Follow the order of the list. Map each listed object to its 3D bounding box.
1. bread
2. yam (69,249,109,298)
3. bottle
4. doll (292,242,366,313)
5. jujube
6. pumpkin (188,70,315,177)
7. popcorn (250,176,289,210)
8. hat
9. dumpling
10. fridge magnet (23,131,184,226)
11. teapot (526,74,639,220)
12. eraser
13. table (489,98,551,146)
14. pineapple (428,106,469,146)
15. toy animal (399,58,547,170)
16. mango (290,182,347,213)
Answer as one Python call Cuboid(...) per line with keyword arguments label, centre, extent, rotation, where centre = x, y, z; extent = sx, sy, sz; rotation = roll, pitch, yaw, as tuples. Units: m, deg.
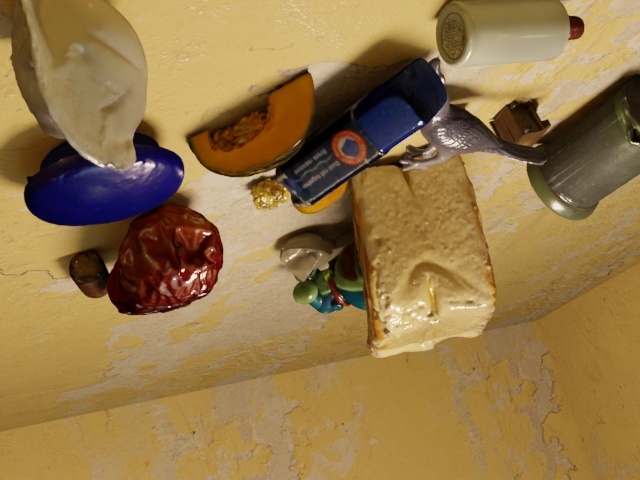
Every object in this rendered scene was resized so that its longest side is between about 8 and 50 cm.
Cuboid(label="bread", centre=(0.215, 0.033, 2.108), extent=(0.280, 0.389, 0.371), rotation=(-8, 164, 0))
Cuboid(label="yam", centre=(-0.492, 0.074, 2.053), extent=(0.079, 0.079, 0.141), rotation=(-15, 163, -7))
Cuboid(label="bottle", centre=(0.310, -0.331, 1.511), extent=(0.245, 0.104, 0.104), rotation=(-9, 161, -25))
Cuboid(label="doll", centre=(0.098, 0.091, 2.458), extent=(0.322, 0.198, 0.186), rotation=(-17, 136, 25))
Cuboid(label="jujube", centre=(-0.326, 0.054, 1.935), extent=(0.216, 0.216, 0.342), rotation=(-7, 162, -29))
Cuboid(label="pumpkin", centre=(-0.078, -0.167, 1.649), extent=(0.279, 0.111, 0.163), rotation=(-27, 165, 25))
Cuboid(label="popcorn", centre=(-0.099, -0.095, 1.930), extent=(0.083, 0.057, 0.082), rotation=(-30, 160, 27))
Cuboid(label="hat", centre=(0.000, 0.000, 2.333), extent=(0.166, 0.144, 0.173), rotation=(-40, -165, 53))
Cuboid(label="dumpling", centre=(-0.304, -0.190, 1.171), extent=(0.175, 0.226, 0.243), rotation=(-32, 150, 33))
Cuboid(label="fridge magnet", centre=(-0.357, -0.098, 1.584), extent=(0.266, 0.112, 0.265), rotation=(-15, 162, -5))
Cuboid(label="teapot", centre=(0.644, -0.217, 2.072), extent=(0.270, 0.200, 0.337), rotation=(-36, 176, -39))
Cuboid(label="eraser", centre=(0.068, -0.184, 1.667), extent=(0.332, 0.101, 0.155), rotation=(-32, -169, 40))
Cuboid(label="table", centre=(0.406, -0.234, 1.940), extent=(0.070, 0.083, 0.082), rotation=(-11, 155, -28))
Cuboid(label="pineapple", centre=(0.253, -0.216, 1.896), extent=(0.058, 0.058, 0.124), rotation=(-10, 163, -22))
Cuboid(label="toy animal", centre=(0.247, -0.192, 1.798), extent=(0.206, 0.081, 0.367), rotation=(-29, 138, 32))
Cuboid(label="mango", centre=(-0.010, -0.105, 1.938), extent=(0.115, 0.089, 0.165), rotation=(-18, 167, -36))
